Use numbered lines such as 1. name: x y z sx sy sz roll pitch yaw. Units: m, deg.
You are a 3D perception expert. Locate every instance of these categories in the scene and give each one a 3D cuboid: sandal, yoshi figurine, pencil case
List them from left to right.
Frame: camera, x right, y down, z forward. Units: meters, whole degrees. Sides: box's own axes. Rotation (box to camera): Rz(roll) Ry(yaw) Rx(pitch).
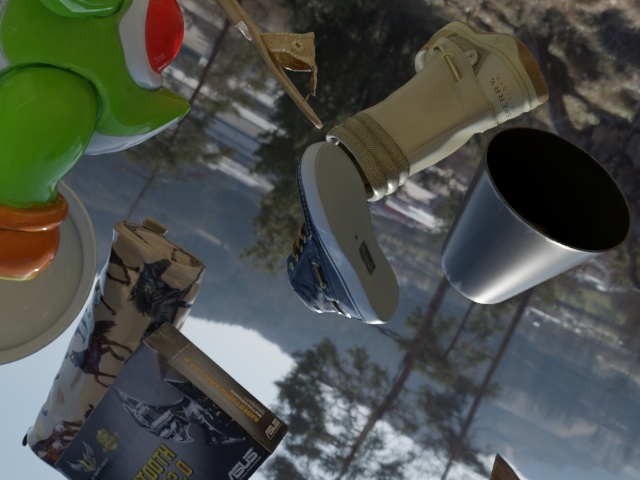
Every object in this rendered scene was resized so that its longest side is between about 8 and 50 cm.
1. yoshi figurine: -0.170 -0.165 0.409 0.203 0.362 0.203 33 -160 4
2. pencil case: -0.325 0.169 1.184 0.160 0.410 0.183 21 -175 -36
3. sandal: -0.048 -0.274 1.035 0.240 0.079 0.088 52 -171 8

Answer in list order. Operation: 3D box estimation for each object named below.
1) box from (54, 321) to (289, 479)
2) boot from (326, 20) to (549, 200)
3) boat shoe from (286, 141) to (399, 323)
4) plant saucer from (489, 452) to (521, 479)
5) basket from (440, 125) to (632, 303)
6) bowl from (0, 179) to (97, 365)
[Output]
1. box: -0.172 0.233 0.835 0.183 0.231 0.056 41 -155 3
2. boot: 0.097 -0.136 0.787 0.095 0.203 0.262 57 -179 -22
3. boat shoe: 0.000 0.000 0.634 0.083 0.065 0.183 2 130 33
4. plant saucer: 0.110 0.244 0.489 0.036 0.199 0.198 14 171 17
5. basket: 0.262 -0.016 0.998 0.204 0.154 0.227 36 150 4
6. bowl: -0.471 0.037 1.075 0.298 0.298 0.134 28 165 -5
